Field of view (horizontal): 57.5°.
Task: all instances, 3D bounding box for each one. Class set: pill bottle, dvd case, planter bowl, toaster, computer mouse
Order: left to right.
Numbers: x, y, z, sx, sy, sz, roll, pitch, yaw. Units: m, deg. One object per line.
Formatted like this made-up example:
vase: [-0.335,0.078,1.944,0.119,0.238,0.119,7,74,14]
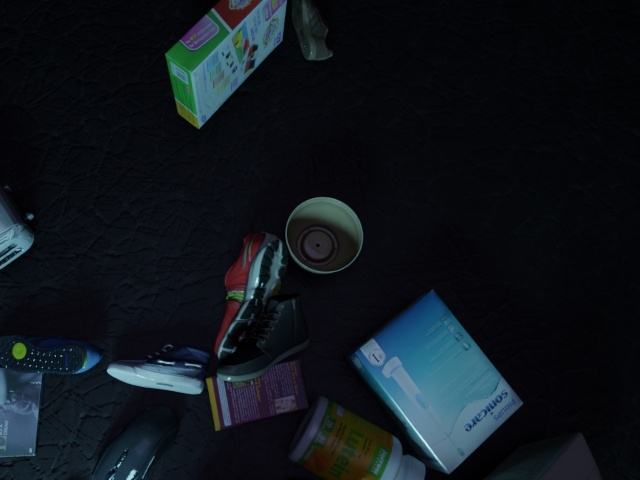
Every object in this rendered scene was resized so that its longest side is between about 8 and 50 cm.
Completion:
toaster: [-0.680,-0.010,1.134,0.227,0.129,0.146,-39,87,-18]
dvd case: [-0.650,0.326,1.107,0.221,0.018,0.164,1,75,-9]
computer mouse: [-0.346,0.444,1.080,0.184,0.060,0.262,37,72,19]
planter bowl: [0.000,0.000,1.251,0.162,0.109,0.162,2,75,-9]
pill bottle: [0.073,0.421,1.136,0.246,0.136,0.136,29,73,-1]

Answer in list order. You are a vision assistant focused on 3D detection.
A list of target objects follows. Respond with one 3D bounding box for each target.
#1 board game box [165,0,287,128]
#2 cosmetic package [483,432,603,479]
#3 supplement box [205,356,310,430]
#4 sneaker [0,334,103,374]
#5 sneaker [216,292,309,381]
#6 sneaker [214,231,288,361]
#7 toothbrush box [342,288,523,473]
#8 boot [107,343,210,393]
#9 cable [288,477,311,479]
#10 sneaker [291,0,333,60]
board game box: [-0.193,-0.420,1.263,0.064,0.242,0.316,37,72,4]
cosmetic package: [0.405,0.482,1.092,0.296,0.153,0.129,-8,72,-49]
supplement box: [-0.125,0.305,1.164,0.188,0.081,0.104,-10,77,-11]
sneaker: [-0.529,0.221,1.138,0.209,0.082,0.069,4,89,10]
sneaker: [-0.118,0.183,1.138,0.222,0.083,0.118,-23,112,-44]
sneaker: [-0.156,0.115,1.209,0.118,0.107,0.279,20,87,40]
toothbrush box: [0.227,0.286,1.203,0.216,0.126,0.295,-37,83,-17]
boot: [-0.319,0.246,1.165,0.190,0.069,0.086,13,56,-5]
cable: [-0.018,0.543,1.119,0.185,0.047,0.150,28,56,-12]
sneaker: [-0.020,-0.524,1.420,0.071,0.066,0.188,-6,81,-28]
